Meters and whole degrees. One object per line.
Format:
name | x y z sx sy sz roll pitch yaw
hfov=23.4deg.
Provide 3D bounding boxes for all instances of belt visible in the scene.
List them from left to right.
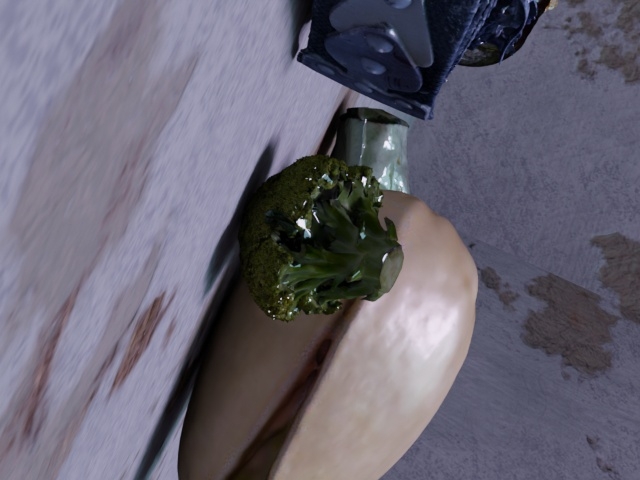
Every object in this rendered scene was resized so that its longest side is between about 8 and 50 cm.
belt | 0.066 -0.153 0.905 0.218 0.128 0.122 102 12 -82

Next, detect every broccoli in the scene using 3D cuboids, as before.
broccoli | 0.000 0.000 1.103 0.130 0.120 0.131 -57 150 -18

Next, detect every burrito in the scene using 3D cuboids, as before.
burrito | 0.046 -0.014 1.543 0.144 0.089 0.229 97 -2 -88

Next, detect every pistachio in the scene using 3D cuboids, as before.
pistachio | 0.001 0.105 1.255 0.318 0.193 0.214 -60 173 -2

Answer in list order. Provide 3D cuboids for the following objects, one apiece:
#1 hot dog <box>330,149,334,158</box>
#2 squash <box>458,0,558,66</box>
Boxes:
hot dog | 0.024 -0.070 1.708 0.062 0.038 0.144 -59 173 -60
squash | 0.173 -0.274 1.612 0.193 0.156 0.193 -43 -169 10
